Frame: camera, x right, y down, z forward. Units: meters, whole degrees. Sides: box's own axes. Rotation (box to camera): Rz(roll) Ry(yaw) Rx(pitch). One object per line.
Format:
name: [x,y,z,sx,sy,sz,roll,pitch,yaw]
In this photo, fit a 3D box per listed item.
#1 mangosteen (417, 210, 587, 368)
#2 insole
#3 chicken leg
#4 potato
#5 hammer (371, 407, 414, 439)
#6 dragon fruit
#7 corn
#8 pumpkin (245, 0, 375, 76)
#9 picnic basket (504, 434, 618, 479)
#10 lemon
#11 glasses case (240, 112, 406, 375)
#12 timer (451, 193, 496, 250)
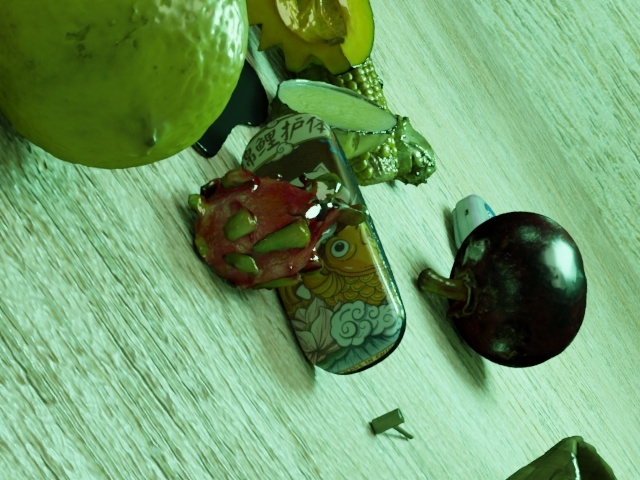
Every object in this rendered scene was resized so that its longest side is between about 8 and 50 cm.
mangosteen: [0.264,0.072,2.209,0.261,0.235,0.235,1,53,-24]
insole: [-0.120,-0.174,1.819,0.119,0.009,0.348,56,18,-10]
chicken leg: [0.101,-0.171,2.286,0.228,0.088,0.103,53,35,-26]
potato: [0.012,-0.144,1.968,0.164,0.081,0.200,31,25,23]
hammer: [0.094,0.226,1.775,0.110,0.035,0.019,44,22,-62]
dragon fruit: [-0.045,-0.015,1.592,0.150,0.207,0.133,154,-76,-66]
corn: [0.024,-0.227,2.118,0.119,0.119,0.322,8,62,-68]
pumpkin: [-0.033,-0.332,2.040,0.254,0.130,0.149,58,33,-3]
picnic basket: [0.427,0.398,1.952,0.293,0.337,0.337,24,40,-62]
lemon: [-0.185,-0.195,1.295,0.267,0.267,0.267,51,21,-28]
glasses case: [0.000,0.000,1.698,0.082,0.122,0.321,29,36,-59]
timer: [0.294,0.031,2.531,0.208,0.069,0.191,51,21,-32]
